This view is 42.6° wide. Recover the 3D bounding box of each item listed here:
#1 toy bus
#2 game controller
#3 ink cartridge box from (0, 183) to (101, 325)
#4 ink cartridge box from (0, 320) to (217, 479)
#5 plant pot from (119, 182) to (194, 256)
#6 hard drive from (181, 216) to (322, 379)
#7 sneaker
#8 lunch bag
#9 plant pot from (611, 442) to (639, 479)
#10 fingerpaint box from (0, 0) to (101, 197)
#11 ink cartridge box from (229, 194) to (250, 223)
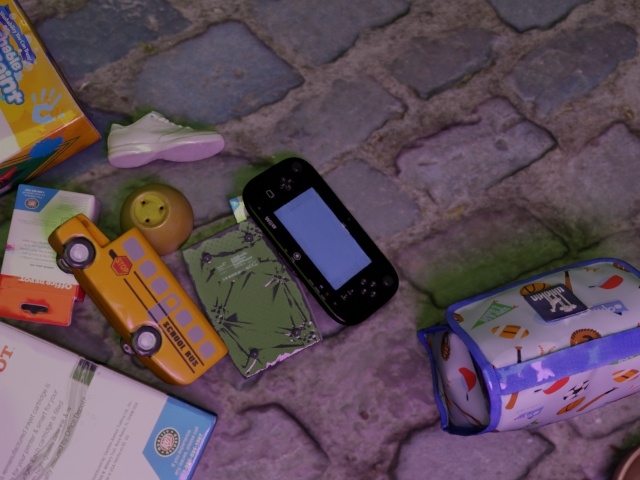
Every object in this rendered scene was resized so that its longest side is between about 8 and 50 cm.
[{"bbox_3d":[-0.309,0.094,1.376,0.130,0.108,0.333,-39,99,-24],"label":"toy bus"},{"bbox_3d":[0.000,0.000,1.461,0.319,0.067,0.166,51,48,5],"label":"game controller"},{"bbox_3d":[-0.474,0.029,1.433,0.134,0.078,0.231,9,80,-4],"label":"ink cartridge box"},{"bbox_3d":[-0.404,0.339,1.343,0.394,0.166,0.286,25,79,-1],"label":"ink cartridge box"},{"bbox_3d":[-0.295,-0.045,1.450,0.134,0.095,0.134,1,80,-4],"label":"plant pot"},{"bbox_3d":[-0.122,0.099,1.460,0.172,0.054,0.255,-27,83,-8],"label":"hard drive"},{"bbox_3d":[-0.282,-0.194,1.491,0.212,0.080,0.094,-6,70,-4],"label":"sneaker"},{"bbox_3d":[0.359,0.177,1.317,0.327,0.385,0.239,-16,83,-6],"label":"lunch bag"},{"bbox_3d":[0.604,0.458,1.428,0.237,0.110,0.237,1,80,-4],"label":"plant pot"},{"bbox_3d":[-0.664,-0.284,1.428,0.371,0.163,0.445,-33,85,-8],"label":"fingerpaint box"},{"bbox_3d":[-0.120,-0.064,1.500,0.083,0.028,0.048,-21,83,-8],"label":"ink cartridge box"}]
